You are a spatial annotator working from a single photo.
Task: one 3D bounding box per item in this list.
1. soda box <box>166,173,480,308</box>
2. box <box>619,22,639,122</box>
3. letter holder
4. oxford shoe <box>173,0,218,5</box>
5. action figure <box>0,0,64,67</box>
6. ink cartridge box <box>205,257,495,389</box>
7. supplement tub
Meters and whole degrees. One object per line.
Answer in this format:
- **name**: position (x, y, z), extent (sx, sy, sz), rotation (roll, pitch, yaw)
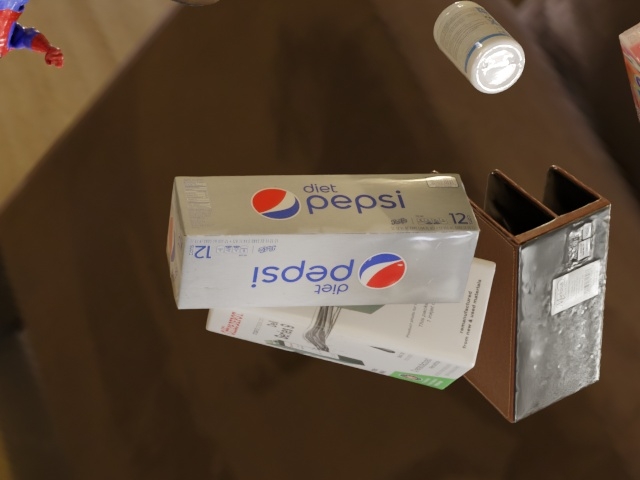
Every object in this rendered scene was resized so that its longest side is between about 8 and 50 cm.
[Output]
- **soda box**: position (0.000, 0.000, 1.771), extent (0.286, 0.098, 0.091), rotation (-1, 41, -13)
- **box**: position (0.442, -0.174, 1.684), extent (0.142, 0.300, 0.154), rotation (60, -1, 35)
- **letter holder**: position (0.252, 0.046, 2.445), extent (0.152, 0.302, 0.214), rotation (-23, 42, -24)
- **oxford shoe**: position (-0.153, -0.298, 1.963), extent (0.096, 0.083, 0.227), rotation (32, 0, 30)
- **action figure**: position (-0.266, -0.204, 1.637), extent (0.091, 0.280, 0.139), rotation (1, 52, -33)
- **ink cartridge box**: position (0.025, 0.063, 2.035), extent (0.289, 0.121, 0.211), rotation (14, -12, -2)
- **supplement tub**: position (0.180, -0.221, 2.108), extent (0.071, 0.071, 0.107), rotation (25, 20, -36)
